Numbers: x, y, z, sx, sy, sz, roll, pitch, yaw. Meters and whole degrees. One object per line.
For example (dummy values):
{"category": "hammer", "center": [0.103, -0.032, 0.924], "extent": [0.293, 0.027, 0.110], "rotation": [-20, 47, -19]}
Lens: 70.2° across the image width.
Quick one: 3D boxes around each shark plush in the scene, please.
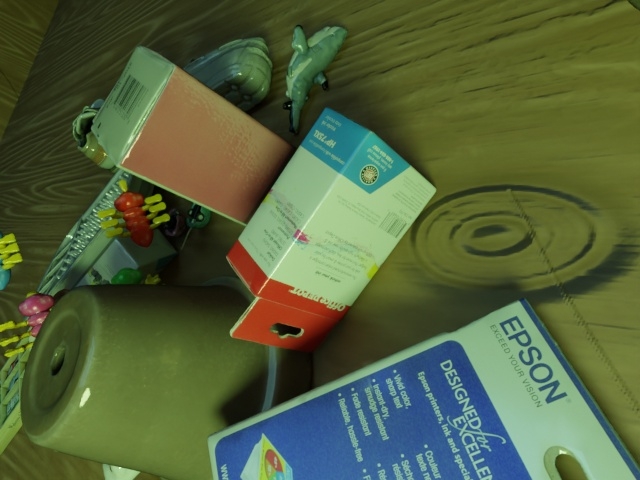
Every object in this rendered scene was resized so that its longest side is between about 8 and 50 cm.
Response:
{"category": "shark plush", "center": [-0.017, -0.239, 0.659], "extent": [0.067, 0.073, 0.161], "rotation": [19, 79, 15]}

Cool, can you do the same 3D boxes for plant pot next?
{"category": "plant pot", "center": [-0.177, 0.145, 0.509], "extent": [0.263, 0.229, 0.263], "rotation": [-19, 59, 35]}

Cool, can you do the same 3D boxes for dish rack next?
{"category": "dish rack", "center": [-0.418, -0.010, 0.868], "extent": [0.333, 0.072, 0.285], "rotation": [-44, 31, 19]}

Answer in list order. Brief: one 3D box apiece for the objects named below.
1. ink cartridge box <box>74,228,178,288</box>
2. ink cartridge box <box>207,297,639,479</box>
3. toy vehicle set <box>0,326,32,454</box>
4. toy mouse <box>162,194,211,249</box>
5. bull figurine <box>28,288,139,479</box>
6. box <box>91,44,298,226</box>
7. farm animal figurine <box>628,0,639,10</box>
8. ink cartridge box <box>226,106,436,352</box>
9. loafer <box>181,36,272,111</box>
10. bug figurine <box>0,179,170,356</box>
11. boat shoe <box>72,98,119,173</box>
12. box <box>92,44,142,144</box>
{"category": "ink cartridge box", "center": [-0.339, 0.067, 0.767], "extent": [0.181, 0.104, 0.061], "rotation": [-43, 85, 20]}
{"category": "ink cartridge box", "center": [0.083, 0.238, 0.325], "extent": [0.307, 0.072, 0.303], "rotation": [-24, 53, 6]}
{"category": "toy vehicle set", "center": [-0.667, 0.321, 1.005], "extent": [0.267, 0.035, 0.166], "rotation": [-50, 47, 13]}
{"category": "toy mouse", "center": [-0.221, -0.042, 0.767], "extent": [0.161, 0.031, 0.143], "rotation": [-31, 53, 29]}
{"category": "bull figurine", "center": [-0.342, 0.227, 0.673], "extent": [0.188, 0.101, 0.310], "rotation": [-40, 69, 30]}
{"category": "box", "center": [-0.145, -0.122, 0.592], "extent": [0.148, 0.232, 0.127], "rotation": [39, 99, 44]}
{"category": "farm animal figurine", "center": [0.296, -0.207, 0.270], "extent": [0.326, 0.172, 0.330], "rotation": [-23, 45, -18]}
{"category": "ink cartridge box", "center": [0.000, 0.000, 0.478], "extent": [0.231, 0.134, 0.078], "rotation": [-54, 47, 9]}
{"category": "loafer", "center": [-0.215, -0.260, 0.813], "extent": [0.319, 0.112, 0.111], "rotation": [-11, 59, 30]}
{"category": "bug figurine", "center": [-0.341, 0.039, 0.634], "extent": [0.072, 0.279, 0.216], "rotation": [137, 115, -69]}
{"category": "boat shoe", "center": [-0.533, -0.276, 1.101], "extent": [0.113, 0.103, 0.302], "rotation": [-51, 46, 12]}
{"category": "box", "center": [-0.379, -0.284, 0.967], "extent": [0.203, 0.103, 0.114], "rotation": [-50, 47, 14]}
